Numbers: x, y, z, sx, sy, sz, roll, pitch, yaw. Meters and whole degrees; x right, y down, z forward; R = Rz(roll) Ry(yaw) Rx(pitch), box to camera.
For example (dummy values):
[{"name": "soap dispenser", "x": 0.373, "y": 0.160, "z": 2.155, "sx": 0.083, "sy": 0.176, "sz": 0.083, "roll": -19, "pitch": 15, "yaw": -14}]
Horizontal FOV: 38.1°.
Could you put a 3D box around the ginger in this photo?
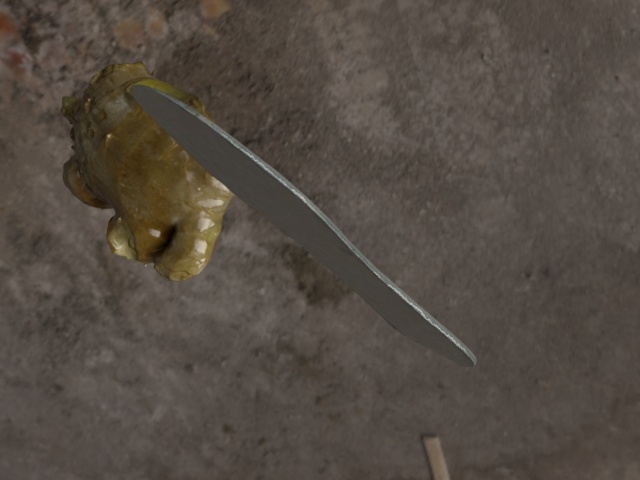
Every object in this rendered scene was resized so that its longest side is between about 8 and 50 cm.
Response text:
[{"name": "ginger", "x": -0.155, "y": -0.073, "z": 0.808, "sx": 0.216, "sy": 0.102, "sz": 0.157, "roll": 37, "pitch": 122, "yaw": 26}]

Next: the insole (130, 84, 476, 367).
[{"name": "insole", "x": 0.000, "y": 0.000, "z": 0.382, "sx": 0.197, "sy": 0.004, "sz": 0.065, "roll": 41, "pitch": 166, "yaw": -27}]
